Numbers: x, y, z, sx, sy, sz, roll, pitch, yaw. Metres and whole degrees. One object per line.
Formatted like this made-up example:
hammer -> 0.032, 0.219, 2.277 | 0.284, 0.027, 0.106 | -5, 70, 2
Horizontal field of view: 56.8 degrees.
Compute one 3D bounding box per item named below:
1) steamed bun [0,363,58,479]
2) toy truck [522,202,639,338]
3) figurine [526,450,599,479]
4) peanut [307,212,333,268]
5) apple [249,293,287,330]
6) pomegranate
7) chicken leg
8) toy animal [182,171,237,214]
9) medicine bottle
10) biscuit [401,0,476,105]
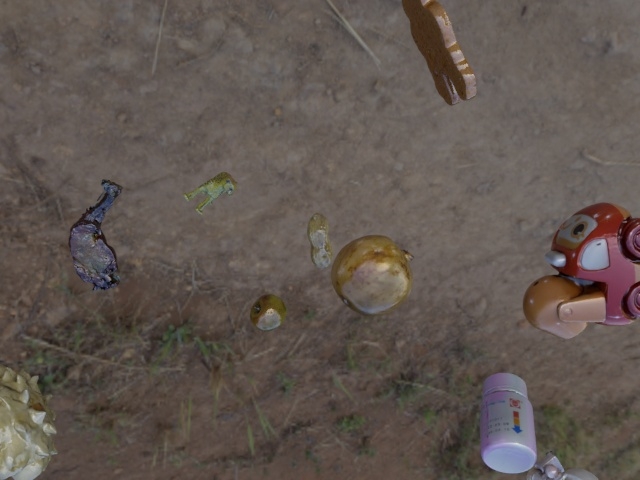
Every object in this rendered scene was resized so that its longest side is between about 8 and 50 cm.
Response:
steamed bun -> -0.680, 0.393, 1.342 | 0.137, 0.292, 0.295 | -31, 157, -12
toy truck -> 0.521, 0.062, 1.177 | 0.239, 0.264, 0.189 | -7, -171, 0
figurine -> 0.740, 0.729, 1.734 | 0.145, 0.181, 0.257 | -14, -179, -16
peanut -> 0.001, 0.000, 2.044 | 0.089, 0.192, 0.089 | -7, -172, 1
apple -> -0.122, 0.170, 1.382 | 0.074, 0.089, 0.089 | 36, 140, -18
pomegranate -> 0.148, 0.095, 1.629 | 0.248, 0.248, 0.248 | -2, 154, -1
chicken leg -> -0.460, -0.008, 1.215 | 0.106, 0.051, 0.253 | 9, 114, -8
toy animal -> -0.265, -0.139, 1.556 | 0.136, 0.073, 0.181 | -32, -173, 15
medicine bottle -> 0.533, 0.517, 1.696 | 0.152, 0.254, 0.152 | 6, 128, 8
biscuit -> 0.289, -0.494, 1.461 | 0.047, 0.333, 0.202 | -28, -175, -4
